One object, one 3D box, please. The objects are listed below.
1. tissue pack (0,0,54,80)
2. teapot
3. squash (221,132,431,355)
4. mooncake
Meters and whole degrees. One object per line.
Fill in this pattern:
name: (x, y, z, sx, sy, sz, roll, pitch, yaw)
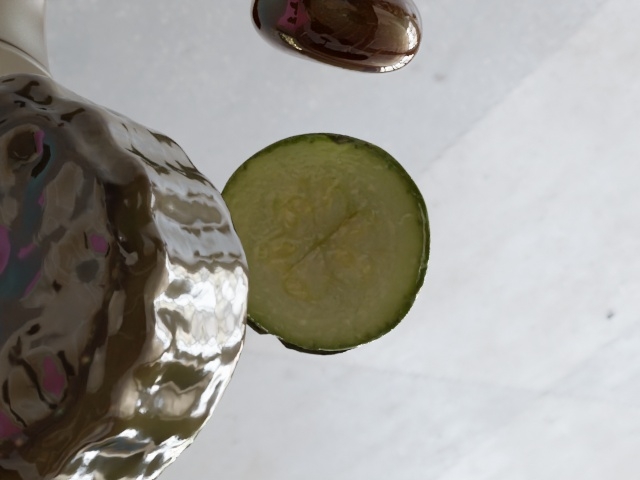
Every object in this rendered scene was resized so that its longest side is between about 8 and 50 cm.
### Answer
tissue pack: (-0.523, -0.295, 1.980, 0.277, 0.387, 0.267, -14, 164, 39)
teapot: (0.034, -0.243, 1.495, 0.252, 0.178, 0.135, -8, 119, -60)
squash: (0.001, 0.000, 1.414, 0.219, 0.219, 0.041, -18, 176, -11)
mooncake: (-0.204, 0.034, 0.924, 0.290, 0.290, 0.161, -32, 161, 11)
